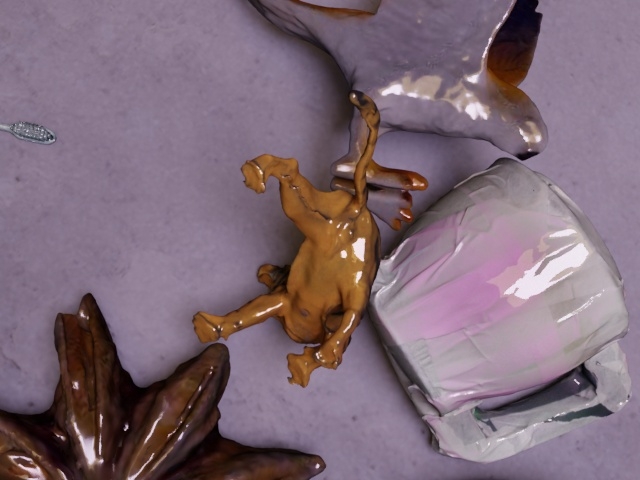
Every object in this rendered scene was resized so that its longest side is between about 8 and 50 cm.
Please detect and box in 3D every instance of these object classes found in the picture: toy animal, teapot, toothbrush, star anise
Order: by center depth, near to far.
[{"bbox_3d":[0.006,0.006,0.542,0.114,0.255,0.116,39,47,12],"label":"toy animal"},{"bbox_3d":[-0.150,0.205,0.584,0.315,0.108,0.315,1,84,-9],"label":"star anise"},{"bbox_3d":[0.030,-0.165,0.600,0.284,0.225,0.302,4,68,11],"label":"toy animal"},{"bbox_3d":[0.129,0.060,0.627,0.178,0.221,0.163,-31,48,1],"label":"teapot"},{"bbox_3d":[-0.326,-0.108,0.648,0.219,0.019,0.016,13,86,-4],"label":"toothbrush"}]
